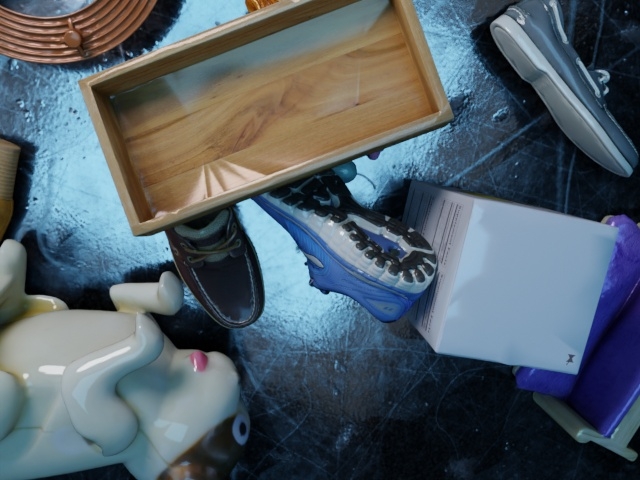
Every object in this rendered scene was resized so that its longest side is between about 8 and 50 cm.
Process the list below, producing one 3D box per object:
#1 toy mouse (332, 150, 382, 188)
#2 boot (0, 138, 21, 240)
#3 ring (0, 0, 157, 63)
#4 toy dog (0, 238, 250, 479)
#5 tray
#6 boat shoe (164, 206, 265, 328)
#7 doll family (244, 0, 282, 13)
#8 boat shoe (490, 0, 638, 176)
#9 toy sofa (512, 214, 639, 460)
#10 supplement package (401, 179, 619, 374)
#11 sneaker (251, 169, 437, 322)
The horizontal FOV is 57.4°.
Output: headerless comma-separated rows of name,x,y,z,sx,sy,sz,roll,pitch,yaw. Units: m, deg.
toy mouse,0.052,-0.138,0.900,0.160,0.031,0.143,-31,103,-1
boot,-0.580,-0.077,0.798,0.294,0.104,0.211,21,97,-14
ring,-0.350,-0.380,0.693,0.336,0.032,0.337,-4,116,-8
toy dog,-0.296,0.231,0.805,0.407,0.284,0.396,16,99,-12
tray,-0.067,-0.170,0.730,0.410,0.076,0.203,-20,90,4
boat shoe,-0.173,-0.016,0.848,0.123,0.123,0.342,-18,102,-3
doll family,-0.007,-0.337,0.810,0.163,0.118,0.263,41,94,-12
boat shoe,0.393,-0.235,0.882,0.099,0.116,0.319,-42,97,6
toy sofa,0.489,0.147,0.947,0.177,0.150,0.363,28,96,-12
supplement package,0.236,0.037,0.837,0.199,0.263,0.198,10,99,-9
sneaker,0.000,0.000,0.824,0.129,0.330,0.147,-26,146,-40
